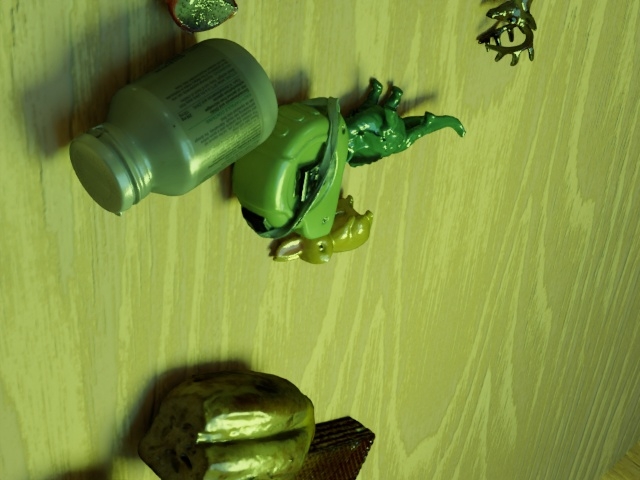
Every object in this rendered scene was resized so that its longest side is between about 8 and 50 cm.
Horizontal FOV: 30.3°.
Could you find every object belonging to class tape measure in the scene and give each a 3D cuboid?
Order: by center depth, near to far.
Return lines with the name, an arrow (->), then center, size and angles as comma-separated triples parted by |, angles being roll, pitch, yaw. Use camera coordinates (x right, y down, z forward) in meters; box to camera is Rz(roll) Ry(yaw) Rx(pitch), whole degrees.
tape measure -> -0.033, -0.091, 1.542 | 0.175, 0.106, 0.200 | -19, 131, -51

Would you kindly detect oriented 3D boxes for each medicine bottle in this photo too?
medicine bottle -> -0.163, -0.121, 1.299 | 0.215, 0.135, 0.135 | -37, 145, -29

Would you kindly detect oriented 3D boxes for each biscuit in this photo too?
biscuit -> -0.008, 0.380, 2.065 | 0.252, 0.070, 0.106 | 0, 118, -54

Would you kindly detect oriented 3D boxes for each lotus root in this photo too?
lotus root -> -0.115, 0.285, 1.717 | 0.291, 0.193, 0.193 | -1, 119, -54

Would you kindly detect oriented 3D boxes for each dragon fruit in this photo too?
dragon fruit -> -0.139, -0.263, 1.282 | 0.060, 0.056, 0.083 | -44, 148, 24

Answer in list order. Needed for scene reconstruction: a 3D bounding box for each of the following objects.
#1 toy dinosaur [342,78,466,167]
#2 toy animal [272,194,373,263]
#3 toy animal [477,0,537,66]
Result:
toy dinosaur -> 0.112, -0.175, 1.704 | 0.292, 0.079, 0.120 | -24, 142, -39
toy animal -> 0.001, 0.003, 1.727 | 0.159, 0.070, 0.083 | -29, 142, -31
toy animal -> 0.341, -0.416, 1.792 | 0.243, 0.087, 0.260 | -38, 142, -26
